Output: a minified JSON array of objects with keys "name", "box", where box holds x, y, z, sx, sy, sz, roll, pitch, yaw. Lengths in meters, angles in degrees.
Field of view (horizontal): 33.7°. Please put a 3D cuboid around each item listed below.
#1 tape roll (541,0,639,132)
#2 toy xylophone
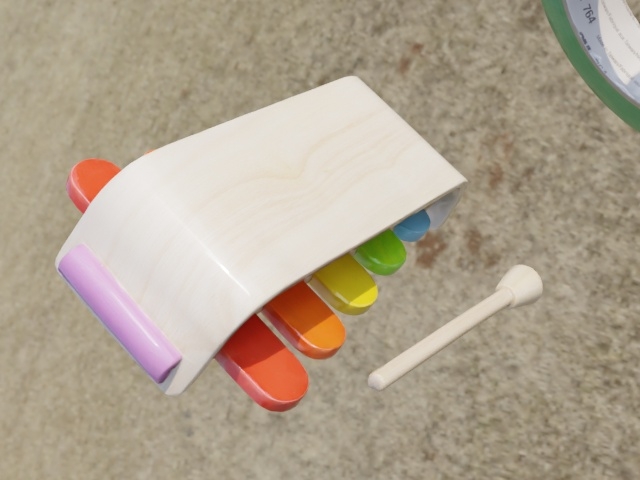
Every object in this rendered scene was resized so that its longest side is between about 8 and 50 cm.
[{"name":"tape roll","box":[0.358,-0.240,1.101,0.077,0.321,0.321,-36,27,-11]},{"name":"toy xylophone","box":[0.000,0.000,0.691,0.236,0.323,0.081,51,132,20]}]
